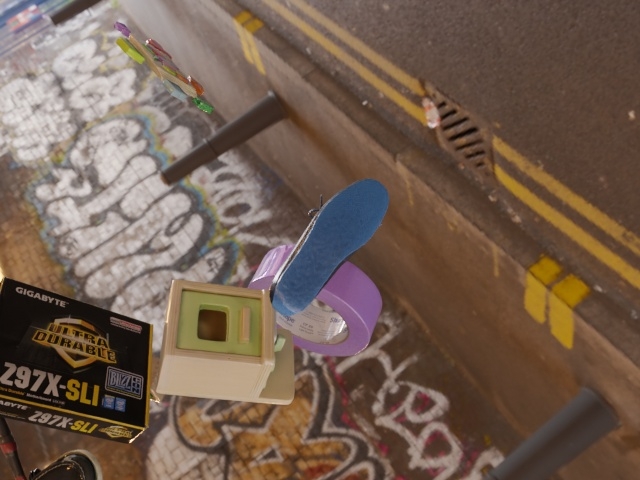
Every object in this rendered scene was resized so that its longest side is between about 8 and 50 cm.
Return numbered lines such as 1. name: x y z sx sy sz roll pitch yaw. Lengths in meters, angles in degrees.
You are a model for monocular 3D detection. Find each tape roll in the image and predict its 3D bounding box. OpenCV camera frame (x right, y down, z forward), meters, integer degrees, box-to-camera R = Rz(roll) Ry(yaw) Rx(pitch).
1. tape roll: -0.014 0.130 1.407 0.275 0.090 0.274 17 145 12

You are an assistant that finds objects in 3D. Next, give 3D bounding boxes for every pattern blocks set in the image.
1. pattern blocks set: -0.389 -0.434 1.661 0.325 0.026 0.285 46 -166 17

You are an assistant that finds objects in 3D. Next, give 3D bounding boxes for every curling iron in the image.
1. curling iron: -0.636 0.422 1.381 0.274 0.035 0.068 54 -176 13

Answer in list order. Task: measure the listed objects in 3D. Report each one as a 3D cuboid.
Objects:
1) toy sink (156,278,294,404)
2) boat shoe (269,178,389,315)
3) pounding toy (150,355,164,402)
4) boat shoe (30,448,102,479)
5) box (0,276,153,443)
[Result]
1. toy sink: -0.143 0.169 1.122 0.131 0.234 0.152 114 160 -45
2. boat shoe: 0.000 0.000 1.064 0.109 0.258 0.089 47 169 -11
3. pounding toy: -0.511 0.332 1.733 0.206 0.094 0.181 15 151 8
4. boat shoe: -0.477 0.470 1.036 0.127 0.340 0.113 46 -175 18
5. box: -0.490 0.235 1.303 0.322 0.079 0.257 25 -142 -31
